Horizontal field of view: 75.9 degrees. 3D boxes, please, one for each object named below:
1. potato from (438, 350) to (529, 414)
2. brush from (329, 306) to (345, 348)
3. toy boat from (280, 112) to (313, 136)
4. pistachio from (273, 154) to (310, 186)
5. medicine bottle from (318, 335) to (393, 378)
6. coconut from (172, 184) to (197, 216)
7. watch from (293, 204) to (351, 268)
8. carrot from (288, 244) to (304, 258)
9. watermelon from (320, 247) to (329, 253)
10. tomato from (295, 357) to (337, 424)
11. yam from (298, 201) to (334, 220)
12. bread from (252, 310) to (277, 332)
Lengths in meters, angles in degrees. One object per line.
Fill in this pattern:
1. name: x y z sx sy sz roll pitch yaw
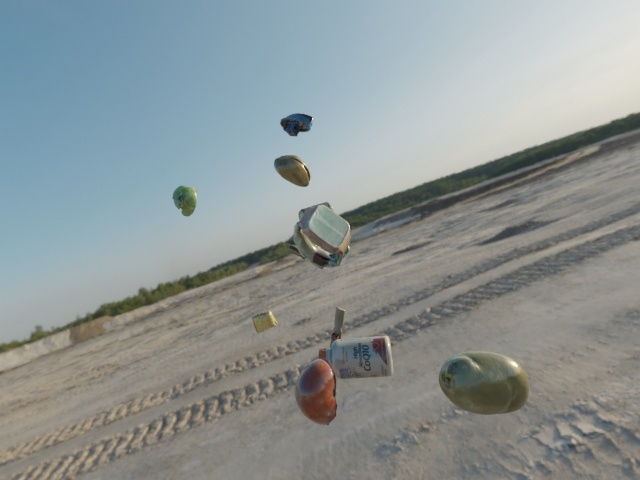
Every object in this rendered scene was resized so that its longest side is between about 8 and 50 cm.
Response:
1. potato: 0.604 0.534 1.543 0.326 0.221 0.243 3 -38 -5
2. brush: 0.094 0.526 2.402 0.060 0.321 0.050 23 36 27
3. toy boat: -0.118 -0.545 1.952 0.223 0.100 0.097 17 71 49
4. pistachio: -0.121 -0.310 1.827 0.124 0.185 0.124 -40 23 20
5. medicine bottle: 0.141 0.472 1.648 0.288 0.157 0.157 -7 2 8
6. coconut: -0.674 -0.210 2.042 0.133 0.158 0.055 -43 -9 6
7. watch: 0.000 0.000 1.694 0.162 0.253 0.241 -57 9 -34
8. carrot: -0.085 0.087 2.313 0.254 0.049 0.049 26 28 31
9. watermelon: 0.007 0.049 2.065 0.086 0.069 0.163 -10 40 -17
10. tomato: -0.035 0.538 1.457 0.112 0.228 0.199 6 -16 -31
11. yam: -0.015 -0.143 2.215 0.194 0.108 0.107 -20 0 -26
12. bread: -0.320 0.465 2.369 0.125 0.106 0.082 -20 -5 6
